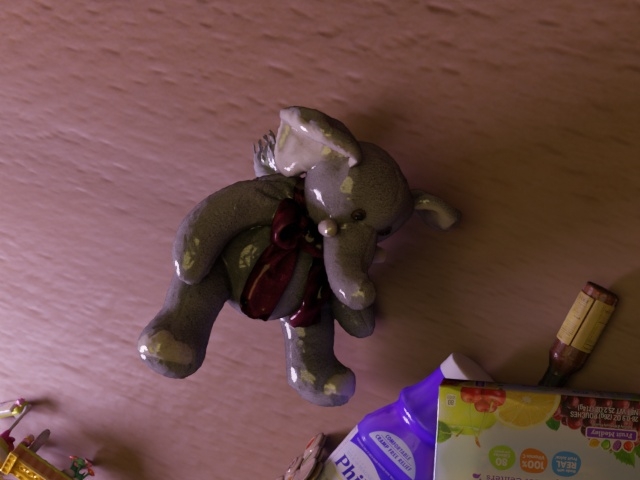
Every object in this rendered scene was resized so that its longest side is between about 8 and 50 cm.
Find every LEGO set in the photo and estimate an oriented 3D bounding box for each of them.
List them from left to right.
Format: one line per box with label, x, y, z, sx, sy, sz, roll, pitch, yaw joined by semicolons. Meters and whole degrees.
LEGO set;-0.377;0.281;1.574;0.287;0.107;0.132;7;126;21

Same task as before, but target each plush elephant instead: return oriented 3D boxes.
plush elephant;0.000;0.000;1.287;0.255;0.272;0.329;-22;53;49

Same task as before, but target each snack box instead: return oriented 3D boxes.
snack box;0.218;0.235;1.225;0.207;0.070;0.174;5;91;9

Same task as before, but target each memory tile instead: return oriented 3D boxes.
memory tile;-0.044;0.290;1.388;0.012;0.113;0.148;38;105;-7

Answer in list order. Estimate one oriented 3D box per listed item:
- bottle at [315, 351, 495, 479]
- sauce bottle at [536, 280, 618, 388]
bottle;0.082;0.247;1.336;0.118;0.092;0.283;45;107;18
sauce bottle;0.268;0.106;1.279;0.042;0.042;0.128;33;102;23
